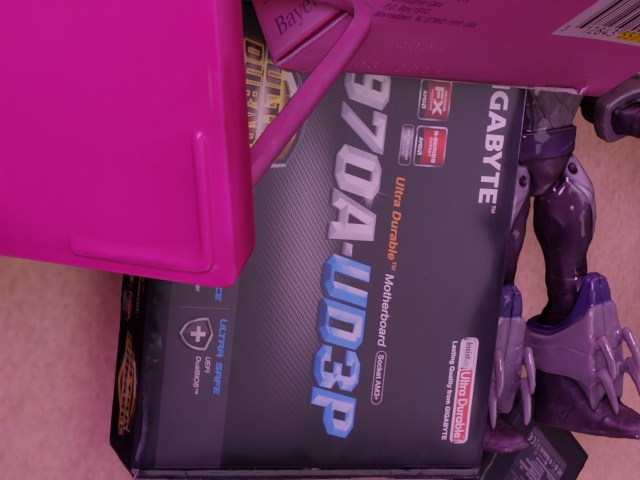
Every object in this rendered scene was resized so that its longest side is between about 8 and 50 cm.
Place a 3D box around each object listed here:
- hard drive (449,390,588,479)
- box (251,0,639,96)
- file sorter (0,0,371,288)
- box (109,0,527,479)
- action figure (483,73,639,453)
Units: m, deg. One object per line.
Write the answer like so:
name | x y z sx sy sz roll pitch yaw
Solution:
hard drive | 0.109 0.164 0.938 0.135 0.022 0.094 -57 134 -19
box | 0.056 -0.196 0.635 0.214 0.117 0.243 -1 65 -45
file sorter | -0.096 -0.168 0.417 0.182 0.202 0.290 -59 153 -54
box | 0.000 0.000 0.713 0.175 0.051 0.220 4 99 -21
action figure | 0.120 -0.032 0.842 0.185 0.099 0.285 -8 102 -27
